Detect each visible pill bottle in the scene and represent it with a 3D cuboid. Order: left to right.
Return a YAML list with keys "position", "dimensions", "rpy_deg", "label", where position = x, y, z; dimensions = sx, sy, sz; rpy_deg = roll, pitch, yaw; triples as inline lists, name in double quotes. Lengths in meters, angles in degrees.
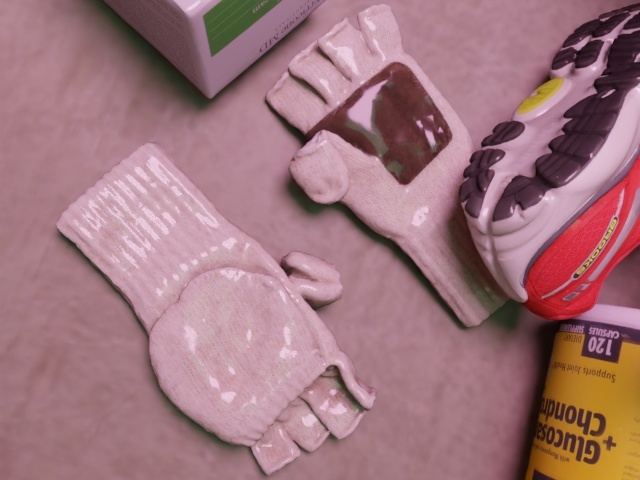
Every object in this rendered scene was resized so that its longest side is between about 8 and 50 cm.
- position: [0.174, 0.135, 0.373]
  dimensions: [0.103, 0.103, 0.184]
  rpy_deg: [16, 82, -11]
  label: "pill bottle"

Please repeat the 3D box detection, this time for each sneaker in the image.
- position: [0.192, -0.063, 0.404]
  dimensions: [0.279, 0.107, 0.118]
  rpy_deg: [-42, 118, -19]
  label: "sneaker"

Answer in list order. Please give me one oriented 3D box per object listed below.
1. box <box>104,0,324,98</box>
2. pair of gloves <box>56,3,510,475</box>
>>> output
- position: [-0.061, -0.155, 0.342]
  dimensions: [0.102, 0.087, 0.101]
  rpy_deg: [44, 78, 7]
  label: "box"
- position: [0.000, 0.000, 0.376]
  dimensions: [0.240, 0.042, 0.204]
  rpy_deg: [-35, 94, -12]
  label: "pair of gloves"
